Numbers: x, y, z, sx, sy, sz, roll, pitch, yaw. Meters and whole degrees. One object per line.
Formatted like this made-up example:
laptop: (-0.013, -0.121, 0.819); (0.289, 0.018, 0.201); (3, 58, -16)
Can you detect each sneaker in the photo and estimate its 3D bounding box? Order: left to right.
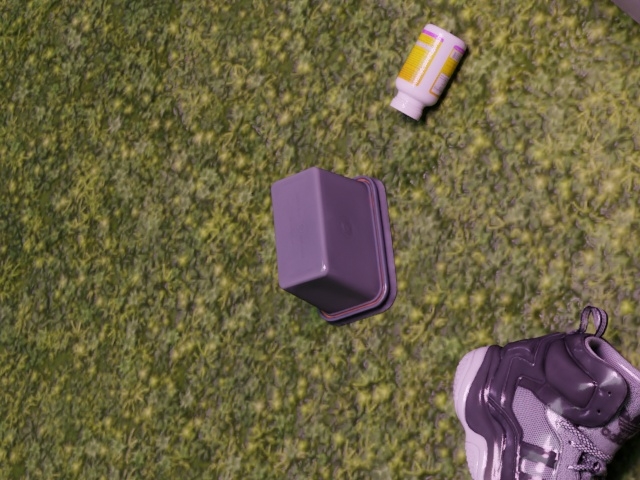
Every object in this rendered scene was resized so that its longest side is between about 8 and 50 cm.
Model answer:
sneaker: (0.202, 0.179, 1.230); (0.153, 0.101, 0.268); (-32, 56, 29)

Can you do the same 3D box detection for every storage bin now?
storage bin: (0.000, 0.000, 1.453); (0.098, 0.091, 0.135); (-20, 63, 32)

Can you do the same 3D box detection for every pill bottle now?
pill bottle: (0.097, -0.153, 1.459); (0.043, 0.043, 0.083); (33, 96, 40)

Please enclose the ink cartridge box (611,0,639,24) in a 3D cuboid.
ink cartridge box: (0.250, -0.391, 1.339); (0.285, 0.166, 0.395); (-49, 53, 14)
